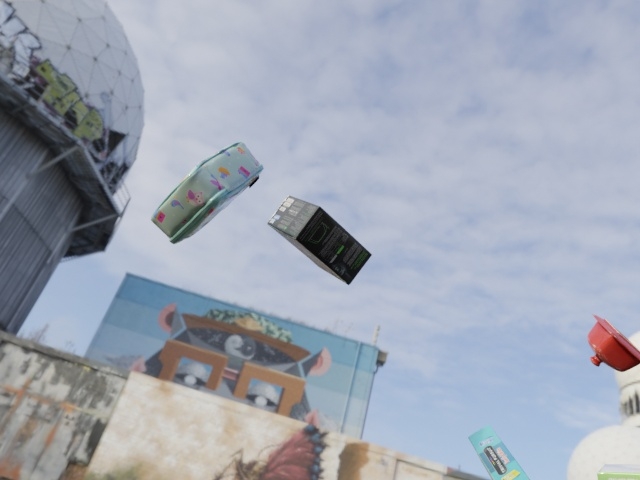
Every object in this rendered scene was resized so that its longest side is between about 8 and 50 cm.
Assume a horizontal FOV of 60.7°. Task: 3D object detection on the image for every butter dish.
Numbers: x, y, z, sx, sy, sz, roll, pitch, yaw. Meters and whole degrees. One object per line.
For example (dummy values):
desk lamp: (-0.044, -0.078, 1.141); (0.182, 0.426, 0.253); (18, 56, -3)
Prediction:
butter dish: (0.832, 0.317, 1.580); (0.160, 0.160, 0.118); (41, -75, -4)

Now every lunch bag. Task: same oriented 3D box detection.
lunch bag: (-0.268, -0.114, 1.320); (0.108, 0.279, 0.224); (47, -57, -5)

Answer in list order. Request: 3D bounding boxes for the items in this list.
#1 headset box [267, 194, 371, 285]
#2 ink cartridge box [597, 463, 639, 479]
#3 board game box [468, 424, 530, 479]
headset box: (0.000, 0.000, 1.811); (0.283, 0.131, 0.246); (41, -7, -29)
ink cartridge box: (0.652, 0.605, 0.997); (0.207, 0.354, 0.119); (-11, -17, 31)
board game box: (0.525, 0.676, 1.444); (0.254, 0.079, 0.336); (59, 2, -3)
